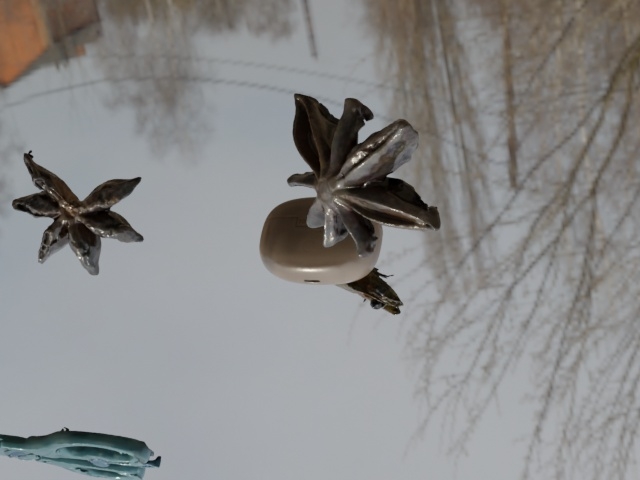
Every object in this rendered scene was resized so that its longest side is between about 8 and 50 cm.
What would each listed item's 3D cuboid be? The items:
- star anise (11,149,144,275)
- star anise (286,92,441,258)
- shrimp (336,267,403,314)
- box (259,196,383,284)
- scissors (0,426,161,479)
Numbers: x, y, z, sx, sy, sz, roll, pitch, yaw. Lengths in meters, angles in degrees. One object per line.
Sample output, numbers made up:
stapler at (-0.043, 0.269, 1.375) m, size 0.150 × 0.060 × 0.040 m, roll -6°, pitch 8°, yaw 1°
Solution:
star anise at (-0.363, -0.030, 1.704) m, size 0.208 × 0.172 × 0.063 m, roll 14°, pitch -164°, yaw 5°
star anise at (0.054, -0.082, 1.456) m, size 0.110 × 0.198 × 0.257 m, roll -11°, pitch -165°, yaw -42°
shrimp at (0.058, 0.032, 1.916) m, size 0.169 × 0.058 × 0.296 m, roll -20°, pitch -138°, yaw -41°
box at (0.000, 0.000, 1.822) m, size 0.200 × 0.088 × 0.146 m, roll 1°, pitch -119°, yaw 19°
scissors at (-0.425, 0.300, 1.659) m, size 0.393 × 0.180 × 0.032 m, roll 7°, pitch -119°, yaw 3°
